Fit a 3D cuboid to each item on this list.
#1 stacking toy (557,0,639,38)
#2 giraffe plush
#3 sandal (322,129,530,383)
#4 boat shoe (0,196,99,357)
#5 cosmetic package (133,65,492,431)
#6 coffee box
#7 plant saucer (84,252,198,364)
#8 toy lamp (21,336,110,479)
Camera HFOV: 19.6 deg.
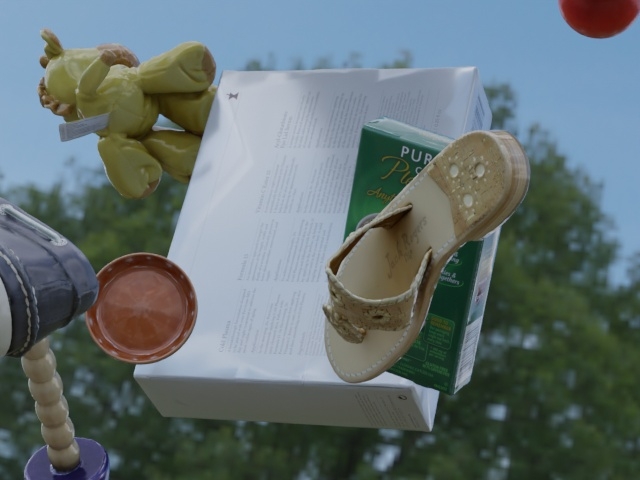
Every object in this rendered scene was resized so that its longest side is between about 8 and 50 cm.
[{"bbox_3d":[0.278,-0.335,1.840,0.141,0.141,0.330,6,-37,10],"label":"stacking toy"},{"bbox_3d":[-0.230,-0.154,2.022,0.210,0.181,0.170,0,21,-37],"label":"giraffe plush"},{"bbox_3d":[0.040,0.011,1.242,0.079,0.088,0.240,-3,-36,-42],"label":"sandal"},{"bbox_3d":[-0.173,0.005,0.868,0.065,0.075,0.206,-16,23,-31],"label":"boat shoe"},{"bbox_3d":[0.000,0.000,1.853,0.284,0.377,0.097,3,-32,19],"label":"cosmetic package"},{"bbox_3d":[0.072,0.011,1.359,0.113,0.184,0.040,18,23,26],"label":"coffee box"},{"bbox_3d":[-0.132,0.051,1.364,0.083,0.083,0.013,9,-14,4],"label":"plant saucer"},{"bbox_3d":[-0.235,0.139,1.604,0.080,0.080,0.274,3,-56,17],"label":"toy lamp"}]
